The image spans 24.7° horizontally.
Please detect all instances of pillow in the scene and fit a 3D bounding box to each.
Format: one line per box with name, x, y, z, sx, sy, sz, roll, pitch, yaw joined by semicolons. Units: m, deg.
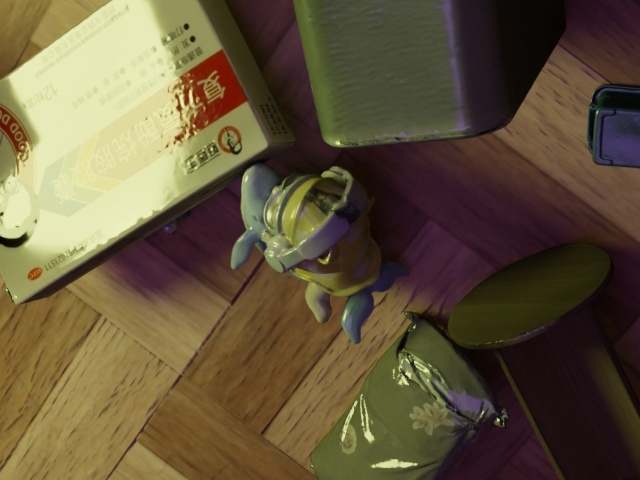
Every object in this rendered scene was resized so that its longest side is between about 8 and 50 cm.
pillow;0.079;0.204;1.505;0.169;0.059;0.255;48;124;26

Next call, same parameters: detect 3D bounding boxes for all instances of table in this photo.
table;0.245;0.143;1.410;0.167;0.167;0.226;-20;109;24

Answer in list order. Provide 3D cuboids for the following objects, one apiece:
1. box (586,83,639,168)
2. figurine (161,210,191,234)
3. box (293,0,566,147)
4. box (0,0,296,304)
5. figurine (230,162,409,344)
box;0.294;-0.099;1.347;0.099;0.054;0.074;6;114;16
figurine;-0.149;-0.055;1.517;0.060;0.047;0.106;28;119;16
box;0.083;-0.290;1.180;0.177;0.352;0.343;-4;111;20
box;-0.216;-0.107;1.478;0.353;0.069;0.214;-31;81;28
figurine;0.000;0.000;1.430;0.208;0.128;0.184;43;161;-20
